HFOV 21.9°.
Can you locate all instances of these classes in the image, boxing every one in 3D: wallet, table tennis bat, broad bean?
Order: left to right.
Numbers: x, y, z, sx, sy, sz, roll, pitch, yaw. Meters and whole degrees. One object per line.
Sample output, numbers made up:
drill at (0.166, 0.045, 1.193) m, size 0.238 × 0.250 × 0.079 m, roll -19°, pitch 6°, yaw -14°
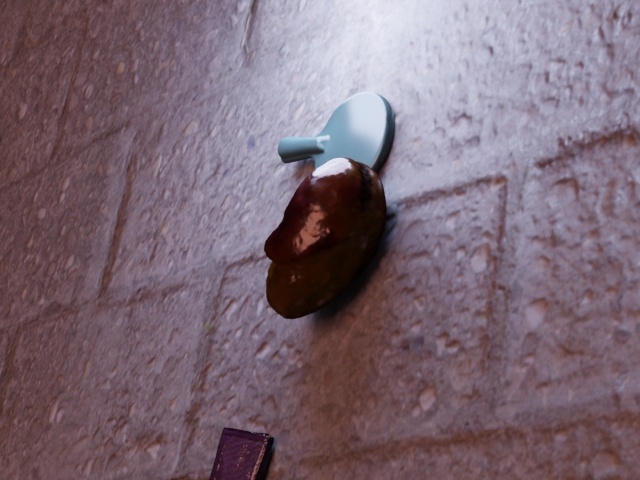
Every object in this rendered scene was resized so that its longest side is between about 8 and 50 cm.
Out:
wallet at (-0.119, 0.334, 2.215) m, size 0.111 × 0.030 × 0.166 m, roll -3°, pitch 68°, yaw 58°
broad bean at (-0.003, -0.002, 2.165) m, size 0.228 × 0.122 × 0.156 m, roll -53°, pitch 36°, yaw 17°
table tennis bat at (0.020, -0.132, 2.299) m, size 0.237 × 0.038 × 0.149 m, roll -3°, pitch 69°, yaw 52°
